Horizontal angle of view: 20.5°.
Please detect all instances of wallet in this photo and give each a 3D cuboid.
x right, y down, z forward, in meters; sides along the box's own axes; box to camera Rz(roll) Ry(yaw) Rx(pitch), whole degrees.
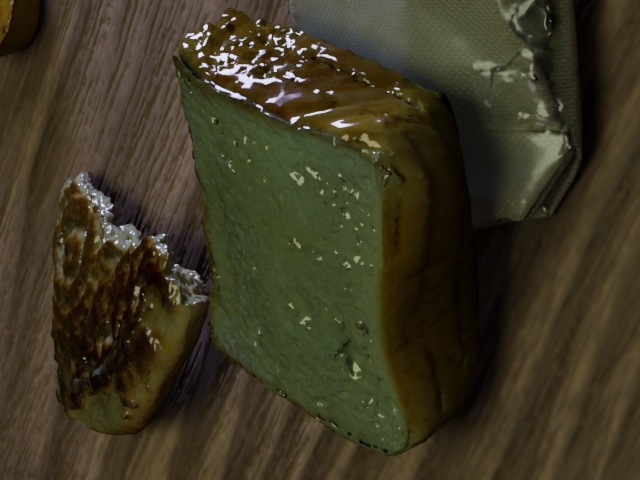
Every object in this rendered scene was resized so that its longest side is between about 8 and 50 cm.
[{"bbox_3d":[0.056,-0.154,1.124,0.275,0.068,0.335,11,110,51],"label":"wallet"}]

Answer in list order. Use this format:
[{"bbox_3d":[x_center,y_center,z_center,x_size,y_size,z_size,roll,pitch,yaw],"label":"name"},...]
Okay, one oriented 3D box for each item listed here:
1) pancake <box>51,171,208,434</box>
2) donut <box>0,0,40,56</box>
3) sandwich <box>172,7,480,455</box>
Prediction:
[{"bbox_3d":[-0.157,0.033,1.386,0.266,0.057,0.244,-57,39,44],"label":"pancake"},{"bbox_3d":[-0.271,-0.203,1.495,0.097,0.043,0.108,32,117,42],"label":"donut"},{"bbox_3d":[-0.001,0.000,1.134,0.226,0.087,0.251,26,135,38],"label":"sandwich"}]
